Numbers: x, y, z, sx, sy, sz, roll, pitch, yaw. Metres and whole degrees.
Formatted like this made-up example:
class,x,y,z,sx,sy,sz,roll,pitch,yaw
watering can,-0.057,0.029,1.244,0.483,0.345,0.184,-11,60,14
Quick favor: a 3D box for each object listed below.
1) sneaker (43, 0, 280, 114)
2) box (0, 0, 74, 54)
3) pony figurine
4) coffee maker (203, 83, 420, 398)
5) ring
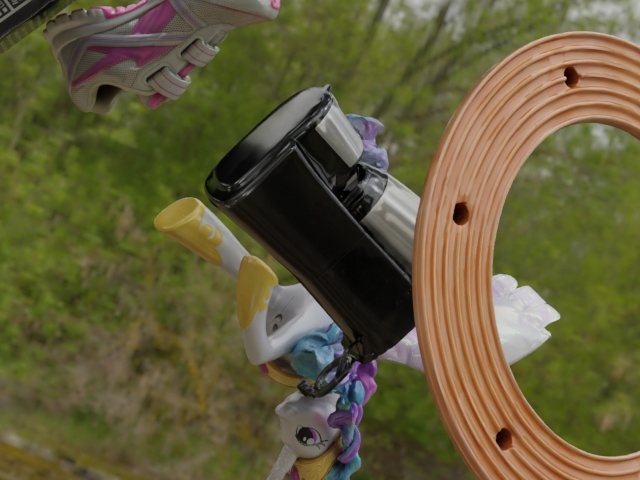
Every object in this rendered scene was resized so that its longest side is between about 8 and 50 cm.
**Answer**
class,x,y,z,sx,sy,sz,roll,pitch,yaw
sneaker,-0.151,-0.192,1.484,0.252,0.111,0.103,-15,-7,22
box,-0.420,-0.289,1.429,0.296,0.294,0.183,55,-6,-9
pony figurine,0.026,0.054,1.519,0.303,0.351,0.363,22,-40,44
coffee maker,0.000,0.000,1.122,0.178,0.171,0.120,44,-25,-20
ring,0.181,0.032,0.970,0.336,0.336,0.032,27,-21,-34
